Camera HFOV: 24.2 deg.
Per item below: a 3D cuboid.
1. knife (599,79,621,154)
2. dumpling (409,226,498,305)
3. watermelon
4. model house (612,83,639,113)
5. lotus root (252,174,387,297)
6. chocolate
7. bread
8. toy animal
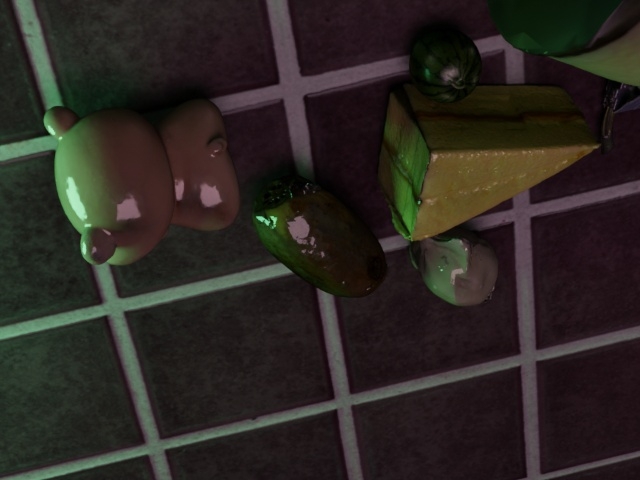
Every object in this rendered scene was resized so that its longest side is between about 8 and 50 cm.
[{"bbox_3d":[0.416,-0.218,2.094,0.046,0.021,0.222,-9,126,-8],"label":"knife"},{"bbox_3d":[0.191,0.029,2.179,0.118,0.136,0.199,-52,154,-16],"label":"dumpling"},{"bbox_3d":[0.168,-0.228,1.967,0.109,0.109,0.109,-7,130,-9],"label":"watermelon"},{"bbox_3d":[0.480,-0.215,2.047,0.167,0.117,0.088,-16,141,-21],"label":"model house"},{"bbox_3d":[0.000,0.000,2.096,0.123,0.124,0.241,-45,124,3],"label":"lotus root"},{"bbox_3d":[0.396,-0.353,1.805,0.297,0.314,0.326,7,129,-32],"label":"chocolate"},{"bbox_3d":[0.224,-0.106,2.042,0.264,0.167,0.163,-1,130,-15],"label":"bread"},{"bbox_3d":[-0.216,-0.080,1.925,0.221,0.210,0.229,-19,165,11],"label":"toy animal"}]
